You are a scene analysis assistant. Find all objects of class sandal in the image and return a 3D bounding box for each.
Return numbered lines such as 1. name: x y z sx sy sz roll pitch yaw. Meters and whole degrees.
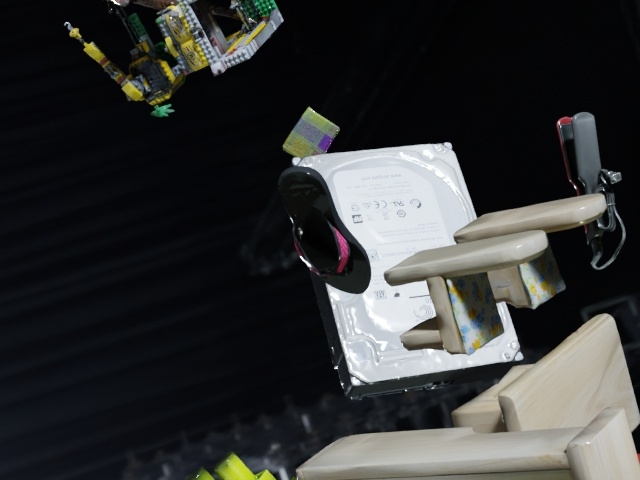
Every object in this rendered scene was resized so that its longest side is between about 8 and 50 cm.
1. sandal: 0.000 0.000 1.276 0.040 0.067 0.179 -78 150 -42

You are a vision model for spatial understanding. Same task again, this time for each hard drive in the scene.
1. hard drive: 0.105 0.032 1.635 0.064 0.236 0.339 111 -31 -59

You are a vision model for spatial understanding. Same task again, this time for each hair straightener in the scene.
1. hair straightener: 0.394 -0.073 1.795 0.089 0.047 0.230 162 -78 -68

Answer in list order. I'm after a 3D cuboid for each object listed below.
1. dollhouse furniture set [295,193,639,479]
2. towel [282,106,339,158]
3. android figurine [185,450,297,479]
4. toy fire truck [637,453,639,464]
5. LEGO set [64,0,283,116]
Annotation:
1. dollhouse furniture set: 0.208 0.175 1.041 0.256 0.394 0.362 -11 -81 38
2. towel: -0.014 -0.150 1.831 0.060 0.009 0.083 33 -59 -1
3. android figurine: -0.081 0.440 1.879 0.273 0.056 0.248 47 -46 -7
4. toy fire truck: 0.344 0.299 1.581 0.217 0.158 0.246 -9 -43 32
5. LEGO set: -0.202 -0.299 1.444 0.254 0.192 0.331 -12 -69 18
